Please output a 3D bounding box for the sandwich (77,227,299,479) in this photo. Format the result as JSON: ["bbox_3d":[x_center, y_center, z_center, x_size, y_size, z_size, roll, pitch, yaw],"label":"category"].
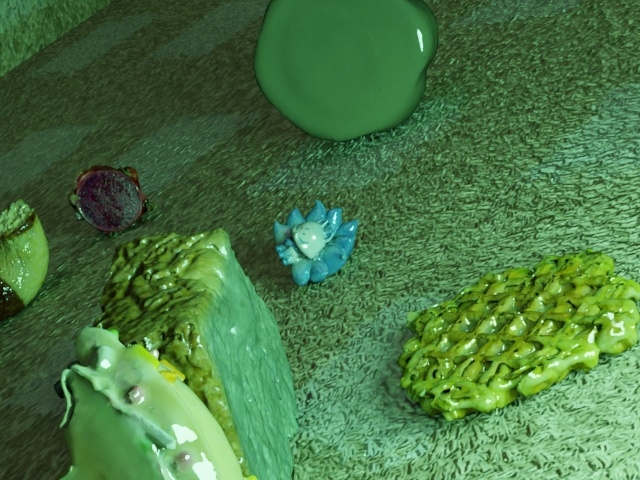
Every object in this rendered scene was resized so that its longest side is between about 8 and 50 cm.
[{"bbox_3d":[-0.113,0.138,1.489,0.131,0.262,0.325,-15,21,8],"label":"sandwich"}]

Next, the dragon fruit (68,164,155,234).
[{"bbox_3d":[-0.323,-0.068,2.419,0.126,0.112,0.068,-23,8,12],"label":"dragon fruit"}]

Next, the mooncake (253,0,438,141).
[{"bbox_3d":[0.040,-0.277,2.263,0.275,0.275,0.135,-17,8,23],"label":"mooncake"}]

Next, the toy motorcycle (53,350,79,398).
[{"bbox_3d":[-0.223,0.136,1.874,0.229,0.094,0.130,-23,13,46],"label":"toy motorcycle"}]

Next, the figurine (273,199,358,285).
[{"bbox_3d":[0.000,0.000,1.918,0.114,0.079,0.114,-15,50,19],"label":"figurine"}]

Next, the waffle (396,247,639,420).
[{"bbox_3d":[0.192,0.088,1.539,0.254,0.052,0.245,-24,20,4],"label":"waffle"}]

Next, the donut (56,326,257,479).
[{"bbox_3d":[-0.198,0.269,1.268,0.371,0.307,0.150,-37,-18,24],"label":"donut"}]

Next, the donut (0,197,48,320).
[{"bbox_3d":[-0.474,0.048,2.291,0.085,0.141,0.217,16,55,47],"label":"donut"}]
